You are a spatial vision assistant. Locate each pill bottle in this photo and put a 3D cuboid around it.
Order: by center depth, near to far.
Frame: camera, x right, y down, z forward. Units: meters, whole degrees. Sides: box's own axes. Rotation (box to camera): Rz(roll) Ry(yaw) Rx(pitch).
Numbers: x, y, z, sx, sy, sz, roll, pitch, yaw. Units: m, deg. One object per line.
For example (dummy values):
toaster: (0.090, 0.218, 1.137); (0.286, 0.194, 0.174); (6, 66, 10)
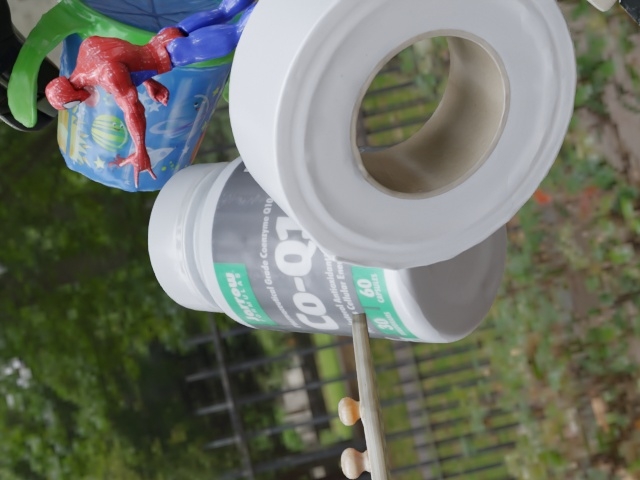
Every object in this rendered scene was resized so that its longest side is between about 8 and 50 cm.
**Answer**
pill bottle: (0.000, 0.000, 1.518); (0.204, 0.361, 0.204); (-1, -88, -51)

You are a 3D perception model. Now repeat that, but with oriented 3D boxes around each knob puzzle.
knob puzzle: (0.028, 0.138, 0.912); (0.213, 0.030, 0.213); (-8, -90, -88)

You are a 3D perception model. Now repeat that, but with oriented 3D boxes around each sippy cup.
sippy cup: (-0.221, -0.190, 1.720); (0.240, 0.305, 0.224); (-103, 27, -61)

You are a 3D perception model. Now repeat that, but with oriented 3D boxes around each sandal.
sandal: (-0.411, -0.237, 1.677); (0.086, 0.120, 0.303); (41, 169, 36)

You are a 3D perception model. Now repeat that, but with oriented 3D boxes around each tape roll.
tape roll: (0.070, -0.120, 1.181); (0.100, 0.286, 0.286); (46, 153, 52)

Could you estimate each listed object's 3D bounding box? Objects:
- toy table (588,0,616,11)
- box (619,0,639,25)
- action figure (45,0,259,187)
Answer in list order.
toy table: (0.302, -0.412, 1.688); (0.252, 0.161, 0.274); (38, -170, -7)
box: (0.321, -0.181, 0.876); (0.322, 0.079, 0.257); (-119, 26, -43)
action figure: (-0.123, -0.158, 1.349); (0.091, 0.280, 0.139); (50, 155, 47)
